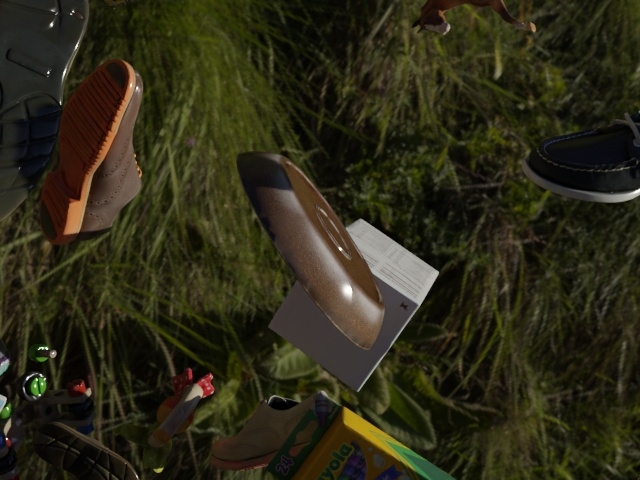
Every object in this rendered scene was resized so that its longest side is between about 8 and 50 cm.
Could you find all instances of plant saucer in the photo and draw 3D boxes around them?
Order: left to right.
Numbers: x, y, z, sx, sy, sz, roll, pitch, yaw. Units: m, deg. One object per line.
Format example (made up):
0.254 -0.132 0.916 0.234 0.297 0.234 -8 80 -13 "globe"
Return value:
0.000 0.000 0.936 0.310 0.050 0.310 55 8 -12 "plant saucer"

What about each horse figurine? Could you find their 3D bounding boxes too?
0.232 -0.390 0.925 0.066 0.263 0.174 -2 23 -40 "horse figurine"

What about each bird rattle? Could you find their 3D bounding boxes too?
-0.321 0.395 1.587 0.143 0.207 0.253 49 61 -3 "bird rattle"

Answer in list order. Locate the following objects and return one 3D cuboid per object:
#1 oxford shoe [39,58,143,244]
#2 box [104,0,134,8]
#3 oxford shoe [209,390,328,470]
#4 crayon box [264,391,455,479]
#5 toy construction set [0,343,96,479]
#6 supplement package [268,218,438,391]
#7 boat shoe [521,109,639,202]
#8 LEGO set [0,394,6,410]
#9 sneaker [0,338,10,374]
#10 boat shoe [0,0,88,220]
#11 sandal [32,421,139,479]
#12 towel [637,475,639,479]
-0.366 -0.147 1.199 0.133 0.363 0.130 -5 50 -46 "oxford shoe"
-0.304 -0.384 0.843 0.233 0.044 0.159 41 -13 -32 "box"
-0.105 0.420 1.559 0.141 0.397 0.146 0 73 -52 "oxford shoe"
0.076 0.467 1.346 0.323 0.203 0.083 34 9 -3 "crayon box"
-0.611 0.405 1.466 0.308 0.237 0.257 60 41 -35 "toy construction set"
0.071 0.107 1.312 0.198 0.199 0.263 35 17 8 "supplement package"
0.384 -0.112 0.827 0.303 0.091 0.114 -6 42 -17 "boat shoe"
-0.665 0.335 1.156 0.183 0.244 0.060 31 -1 -19 "LEGO set"
-0.546 0.173 1.119 0.083 0.098 0.223 5 12 -13 "sneaker"
-0.363 -0.159 0.807 0.123 0.323 0.120 29 -18 -35 "boat shoe"
-0.410 0.398 1.250 0.219 0.090 0.060 34 -7 -3 "sandal"
0.429 0.117 0.634 0.053 0.317 0.332 44 41 20 "towel"
